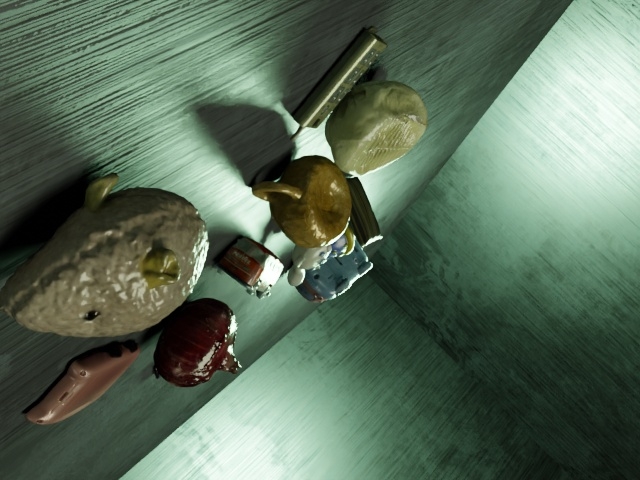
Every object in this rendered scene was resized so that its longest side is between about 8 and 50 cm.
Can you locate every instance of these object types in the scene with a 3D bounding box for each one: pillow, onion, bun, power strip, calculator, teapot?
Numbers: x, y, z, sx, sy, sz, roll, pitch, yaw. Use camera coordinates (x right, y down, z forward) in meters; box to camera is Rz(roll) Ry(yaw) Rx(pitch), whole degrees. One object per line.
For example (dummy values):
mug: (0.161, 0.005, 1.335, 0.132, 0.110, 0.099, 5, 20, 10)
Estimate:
pillow: (0.113, -0.090, 2.283, 0.052, 0.208, 0.212, -23, 179, 21)
onion: (-0.299, 0.270, 1.964, 0.252, 0.219, 0.252, -51, 178, -3)
bun: (0.110, -0.251, 1.664, 0.229, 0.145, 0.229, -29, 159, -12)
power strip: (0.026, -0.293, 1.493, 0.268, 0.034, 0.092, -48, 171, 17)
calculator: (-0.514, 0.318, 1.755, 0.220, 0.048, 0.329, -48, 173, 8)
teapot: (-0.049, -0.087, 1.733, 0.167, 0.203, 0.311, -2, 172, 34)

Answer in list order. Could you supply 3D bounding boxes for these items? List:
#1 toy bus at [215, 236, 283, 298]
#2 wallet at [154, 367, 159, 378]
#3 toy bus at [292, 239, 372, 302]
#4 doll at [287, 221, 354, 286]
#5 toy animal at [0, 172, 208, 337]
toy bus: (-0.173, 0.065, 1.963, 0.120, 0.121, 0.265, -53, 170, -2)
wallet: (-0.426, 0.344, 2.315, 0.166, 0.030, 0.111, -39, 174, -24)
toy bus: (0.018, 0.102, 2.751, 0.294, 0.197, 0.232, -39, 180, -43)
doll: (0.001, -0.022, 2.250, 0.242, 0.160, 0.311, -26, 166, -18)
toy animal: (-0.270, 0.027, 1.118, 0.226, 0.188, 0.358, -43, 173, 25)
